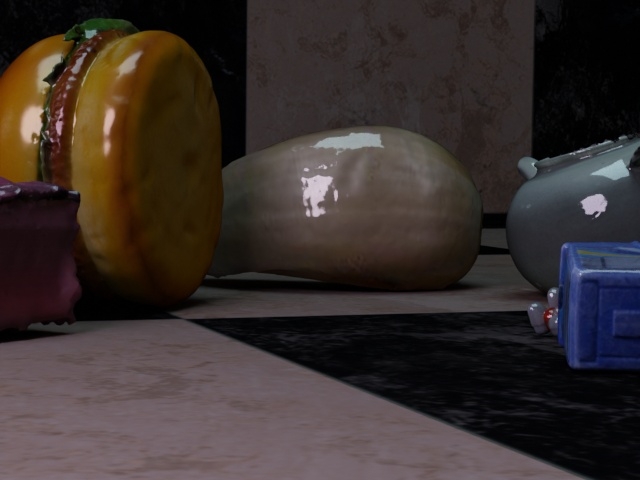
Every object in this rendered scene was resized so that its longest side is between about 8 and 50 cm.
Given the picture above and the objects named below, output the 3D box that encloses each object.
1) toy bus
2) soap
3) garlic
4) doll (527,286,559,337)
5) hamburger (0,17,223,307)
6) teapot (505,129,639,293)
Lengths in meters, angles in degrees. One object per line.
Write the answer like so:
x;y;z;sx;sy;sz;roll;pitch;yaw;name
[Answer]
0.260;0.043;0.931;0.236;0.079;0.094;1;19;7;toy bus
-0.315;0.009;1.014;0.182;0.112;0.289;2;3;38;soap
-0.012;-0.004;1.494;0.338;0.151;0.196;-6;-24;2;garlic
0.248;0.036;1.046;0.227;0.075;0.102;-11;12;39;doll
-0.185;-0.058;1.278;0.170;0.246;0.246;-1;3;14;hamburger
0.258;-0.029;1.402;0.193;0.129;0.294;-19;1;-16;teapot
